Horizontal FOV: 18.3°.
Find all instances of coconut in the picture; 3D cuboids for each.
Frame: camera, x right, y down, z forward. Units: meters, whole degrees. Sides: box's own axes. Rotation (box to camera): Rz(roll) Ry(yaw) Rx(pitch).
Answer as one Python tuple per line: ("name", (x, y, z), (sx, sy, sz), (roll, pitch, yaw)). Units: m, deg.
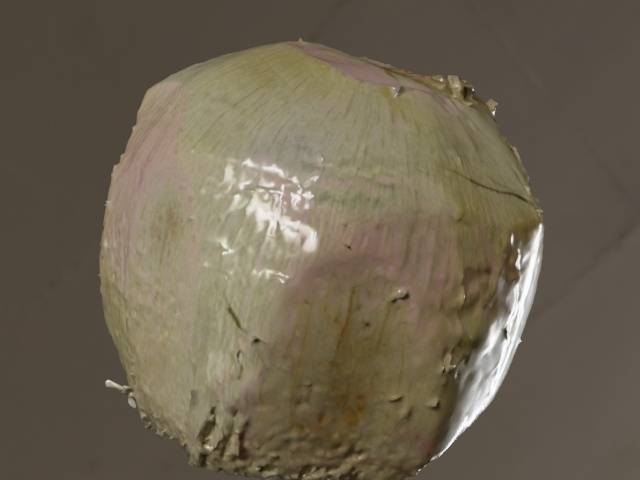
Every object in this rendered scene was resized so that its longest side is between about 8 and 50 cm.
("coconut", (0.000, 0.000, 1.298), (0.297, 0.297, 0.254), (-3, -64, -32))
